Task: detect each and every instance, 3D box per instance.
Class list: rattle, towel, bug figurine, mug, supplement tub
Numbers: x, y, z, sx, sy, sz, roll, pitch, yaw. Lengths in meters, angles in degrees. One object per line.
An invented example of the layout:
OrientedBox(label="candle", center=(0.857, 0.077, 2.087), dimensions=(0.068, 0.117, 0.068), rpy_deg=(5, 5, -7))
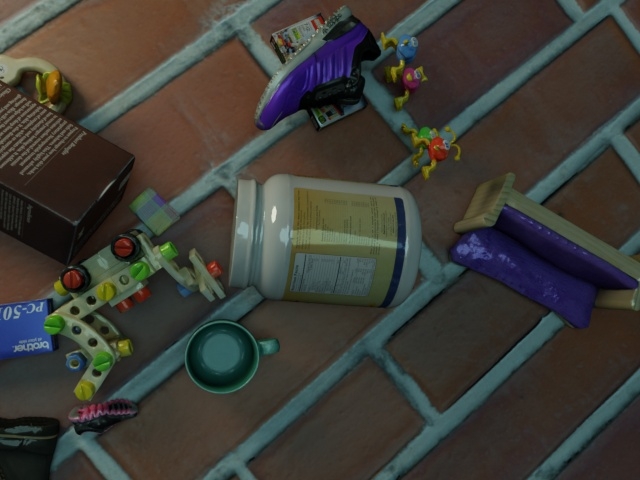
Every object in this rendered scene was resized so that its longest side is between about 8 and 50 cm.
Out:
OrientedBox(label="rattle", center=(-0.550, -0.284, 1.101), dimensions=(0.200, 0.142, 0.130), rpy_deg=(31, 100, -13))
OrientedBox(label="towel", center=(-0.314, -0.053, 1.187), dimensions=(0.083, 0.009, 0.060), rpy_deg=(45, 81, -3))
OrientedBox(label="bug figurine", center=(0.186, -0.254, 1.188), dimensions=(0.072, 0.216, 0.278), rpy_deg=(-18, 92, 3))
OrientedBox(label="mug", center=(-0.168, 0.213, 1.149), dimensions=(0.158, 0.097, 0.129), rpy_deg=(24, 82, -8))
OrientedBox(label="supplement tub", center=(0.000, 0.000, 1.129), dimensions=(0.317, 0.228, 0.228), rpy_deg=(5, 85, -9))

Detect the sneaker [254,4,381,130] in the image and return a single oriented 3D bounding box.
OrientedBox(label="sneaker", center=(0.007, -0.295, 1.177), dimensions=(0.146, 0.102, 0.293), rpy_deg=(42, 80, -6))

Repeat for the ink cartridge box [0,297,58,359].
OrientedBox(label="ink cartridge box", center=(-0.578, 0.162, 1.105), dimensions=(0.207, 0.046, 0.097), rpy_deg=(-8, 88, -11))

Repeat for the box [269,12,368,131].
OrientedBox(label="box", center=(-0.003, -0.335, 1.250), dimensions=(0.114, 0.036, 0.206), rpy_deg=(-28, 91, -11))

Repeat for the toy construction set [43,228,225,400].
OrientedBox(label="toy construction set", center=(-0.331, 0.106, 1.096), dimensions=(0.328, 0.151, 0.215), rpy_deg=(-34, 98, -11))

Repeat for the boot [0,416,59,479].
OrientedBox(label="boot", center=(-0.562, 0.379, 1.081), dimensions=(0.198, 0.077, 0.136), rpy_deg=(5, 90, -9))

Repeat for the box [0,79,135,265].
OrientedBox(label="box", center=(-0.535, -0.144, 1.054), dimensions=(0.382, 0.143, 0.191), rpy_deg=(29, 47, -5))

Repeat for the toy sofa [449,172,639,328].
OrientedBox(label="toy sofa", center=(0.452, 0.033, 1.247), dimensions=(0.363, 0.150, 0.177), rpy_deg=(29, 80, -7))

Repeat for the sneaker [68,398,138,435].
OrientedBox(label="sneaker", center=(-0.389, 0.323, 1.134), dimensions=(0.120, 0.047, 0.057), rpy_deg=(-5, 109, -10))
